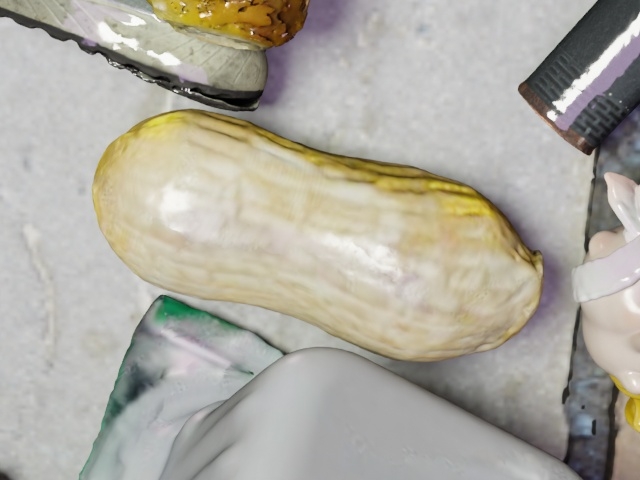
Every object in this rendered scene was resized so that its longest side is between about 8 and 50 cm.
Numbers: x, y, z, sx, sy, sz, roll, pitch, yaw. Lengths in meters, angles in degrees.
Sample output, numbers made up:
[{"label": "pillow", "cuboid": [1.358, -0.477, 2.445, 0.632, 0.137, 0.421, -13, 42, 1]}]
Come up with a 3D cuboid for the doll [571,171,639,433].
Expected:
[{"label": "doll", "cuboid": [0.152, 0.030, 0.653, 0.073, 0.084, 0.127, -14, 115, 4]}]

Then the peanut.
[{"label": "peanut", "cuboid": [0.000, 0.000, 0.646, 0.206, 0.087, 0.087, 16, 108, -5]}]

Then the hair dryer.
[{"label": "hair dryer", "cuboid": [0.103, -0.162, 0.616, 0.195, 0.050, 0.173, 42, 101, -8]}]

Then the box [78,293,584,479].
[{"label": "box", "cuboid": [0.015, 0.168, 0.566, 0.264, 0.337, 0.106, 27, 129, -8]}]

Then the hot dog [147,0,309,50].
[{"label": "hot dog", "cuboid": [-0.011, -0.218, 0.563, 0.083, 0.068, 0.289, 9, 97, -19]}]

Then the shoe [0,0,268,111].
[{"label": "shoe", "cuboid": [-0.103, -0.123, 0.620, 0.194, 0.074, 0.077, 23, 95, -9]}]
